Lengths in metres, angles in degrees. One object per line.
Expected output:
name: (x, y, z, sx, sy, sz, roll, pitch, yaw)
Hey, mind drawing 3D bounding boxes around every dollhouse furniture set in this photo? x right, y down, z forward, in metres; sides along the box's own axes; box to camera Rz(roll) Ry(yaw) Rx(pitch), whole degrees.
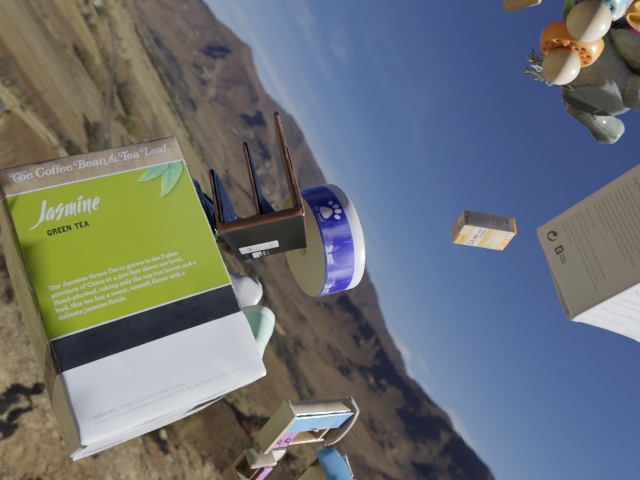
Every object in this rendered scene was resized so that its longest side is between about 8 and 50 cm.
dollhouse furniture set: (0.000, 0.535, 1.409, 0.198, 0.286, 0.303, 9, 38, -40)

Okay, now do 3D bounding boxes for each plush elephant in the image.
plush elephant: (0.568, -0.374, 1.264, 0.330, 0.255, 0.272, 24, -9, -12)

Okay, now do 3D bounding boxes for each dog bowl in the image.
dog bowl: (0.000, 0.000, 1.581, 0.265, 0.104, 0.264, 43, -40, 52)

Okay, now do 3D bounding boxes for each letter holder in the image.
letter holder: (-0.123, -0.100, 1.261, 0.302, 0.152, 0.214, 91, -14, -79)

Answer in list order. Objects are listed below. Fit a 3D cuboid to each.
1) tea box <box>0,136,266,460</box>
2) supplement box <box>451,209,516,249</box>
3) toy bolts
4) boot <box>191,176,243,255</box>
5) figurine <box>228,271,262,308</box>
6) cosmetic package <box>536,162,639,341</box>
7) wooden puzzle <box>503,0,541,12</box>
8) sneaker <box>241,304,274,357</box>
tea box: (-0.267, 0.091, 0.861, 0.323, 0.220, 0.329, 67, -29, 12)
supplement box: (0.294, -0.018, 1.176, 0.062, 0.098, 0.036, 108, -12, -57)
toy bolts: (0.444, -0.331, 0.989, 0.218, 0.158, 0.228, 19, -9, 24)
boot: (-0.284, -0.018, 1.748, 0.260, 0.131, 0.348, 46, 15, -35)
figurine: (-0.241, 0.114, 1.397, 0.209, 0.092, 0.215, 42, 35, -20)
cosmetic package: (0.511, -0.027, 0.833, 0.217, 0.385, 0.156, 17, 50, -34)
wooden puzzle: (0.564, -0.700, 1.639, 0.044, 0.238, 0.221, 22, 10, -11)
sneaker: (-0.212, 0.222, 1.244, 0.094, 0.256, 0.151, 51, 30, -26)
